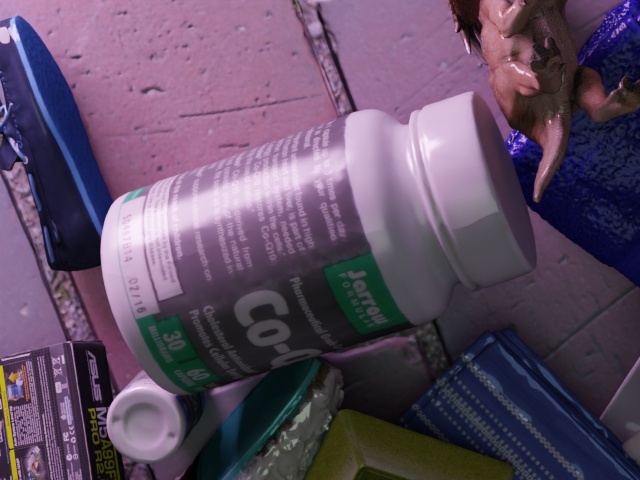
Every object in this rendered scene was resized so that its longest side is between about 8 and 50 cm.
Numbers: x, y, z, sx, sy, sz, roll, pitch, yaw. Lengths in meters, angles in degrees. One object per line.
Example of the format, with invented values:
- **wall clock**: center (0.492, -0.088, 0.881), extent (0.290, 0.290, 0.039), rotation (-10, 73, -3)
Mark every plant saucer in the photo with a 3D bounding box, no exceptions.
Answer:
- **plant saucer**: center (0.068, 0.273, 1.417), extent (0.188, 0.045, 0.188), rotation (20, 109, -15)

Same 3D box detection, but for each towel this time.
- **towel**: center (0.147, 0.274, 1.478), extent (0.243, 0.040, 0.336), rotation (45, 110, 5)
- **towel**: center (0.343, -0.058, 1.411), extent (0.308, 0.076, 0.227), rotation (38, 101, -1)

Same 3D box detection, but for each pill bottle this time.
- **pill bottle**: center (0.000, 0.000, 1.377), extent (0.361, 0.204, 0.204), rotation (-19, 97, 16)
- **pill bottle**: center (-0.156, 0.163, 1.473), extent (0.078, 0.137, 0.078), rotation (1, 100, 7)

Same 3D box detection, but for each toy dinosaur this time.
- **toy dinosaur**: center (0.183, -0.169, 1.346), extent (0.127, 0.200, 0.296), rotation (-4, 79, -24)

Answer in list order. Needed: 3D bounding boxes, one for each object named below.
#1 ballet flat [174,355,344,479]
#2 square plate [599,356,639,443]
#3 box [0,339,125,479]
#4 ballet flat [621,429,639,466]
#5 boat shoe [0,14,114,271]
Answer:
- **ballet flat**: center (-0.093, 0.275, 1.501), extent (0.147, 0.147, 0.409), rotation (43, 106, -2)
- **square plate**: center (0.360, 0.319, 1.410), extent (0.344, 0.049, 0.347), rotation (40, 104, 37)
- **box**: center (-0.296, 0.248, 1.478), extent (0.216, 0.060, 0.270), rotation (-15, 80, 26)
- **ballet flat**: center (0.374, 0.044, 1.334), extent (0.139, 0.139, 0.400), rotation (20, 99, 3)
- **boat shoe**: center (-0.279, -0.087, 1.462), extent (0.089, 0.109, 0.258), rotation (-18, 95, 12)
